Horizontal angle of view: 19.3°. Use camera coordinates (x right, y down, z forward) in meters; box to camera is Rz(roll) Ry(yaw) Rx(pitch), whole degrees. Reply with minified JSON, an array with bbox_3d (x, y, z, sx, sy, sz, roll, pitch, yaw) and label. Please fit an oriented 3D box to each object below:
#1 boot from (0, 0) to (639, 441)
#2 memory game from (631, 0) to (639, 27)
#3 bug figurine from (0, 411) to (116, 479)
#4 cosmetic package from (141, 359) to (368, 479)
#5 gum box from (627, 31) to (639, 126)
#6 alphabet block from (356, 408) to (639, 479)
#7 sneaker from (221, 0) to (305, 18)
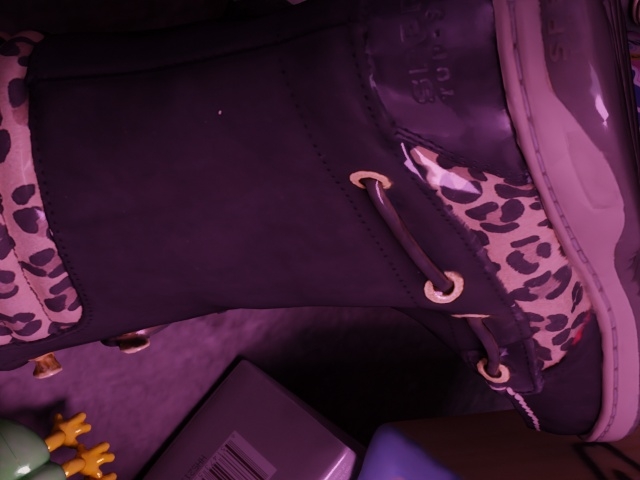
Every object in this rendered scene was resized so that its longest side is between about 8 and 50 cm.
[{"bbox_3d":[0.000,0.000,0.830,0.284,0.138,0.377,-6,157,8],"label":"boot"},{"bbox_3d":[0.244,-0.188,1.083,0.186,0.012,0.186,-22,130,-29],"label":"memory game"},{"bbox_3d":[-0.147,0.206,0.865,0.279,0.216,0.072,-33,174,-17],"label":"bug figurine"},{"bbox_3d":[0.008,0.180,1.054,0.127,0.107,0.238,-50,140,-4],"label":"cosmetic package"},{"bbox_3d":[0.166,-0.012,1.060,0.062,0.107,0.188,-2,118,-40],"label":"gum box"},{"bbox_3d":[0.131,0.208,0.963,0.197,0.193,0.192,0,116,-42],"label":"alphabet block"},{"bbox_3d":[0.025,-0.078,0.930,0.211,0.080,0.081,36,68,-48],"label":"sneaker"}]
